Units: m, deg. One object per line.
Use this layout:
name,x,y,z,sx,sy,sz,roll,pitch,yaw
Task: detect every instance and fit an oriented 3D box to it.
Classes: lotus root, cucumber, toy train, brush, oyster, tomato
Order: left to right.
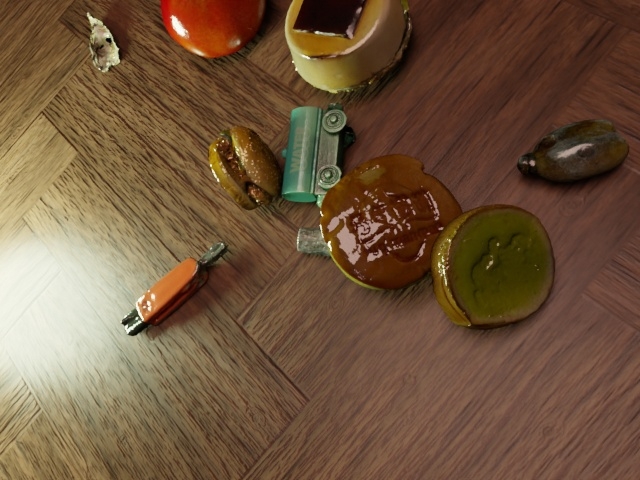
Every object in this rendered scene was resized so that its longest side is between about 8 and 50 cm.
oyster,-0.655,-0.600,1.594,0.106,0.061,0.200,-4,73,1
brush,-0.337,0.113,1.232,0.323,0.051,0.070,-39,57,8
tomato,-0.293,-0.639,1.364,0.298,0.226,0.298,-7,72,22
toy train,-0.011,-0.192,1.170,0.159,0.101,0.248,4,75,13
cucumber,0.002,0.000,1.130,0.112,0.064,0.064,8,76,25
lotus root,0.473,-0.165,0.993,0.192,0.088,0.113,-16,52,16

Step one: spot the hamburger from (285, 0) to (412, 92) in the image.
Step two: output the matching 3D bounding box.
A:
hamburger,0.063,-0.483,1.210,0.302,0.170,0.302,-7,72,23

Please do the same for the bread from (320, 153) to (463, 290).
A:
bread,0.134,-0.029,1.016,0.270,0.148,0.270,0,73,1

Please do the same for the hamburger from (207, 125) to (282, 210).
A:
hamburger,-0.159,-0.159,1.179,0.118,0.182,0.191,-29,68,19

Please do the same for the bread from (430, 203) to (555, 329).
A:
bread,0.306,0.048,0.933,0.236,0.070,0.236,0,90,-14
